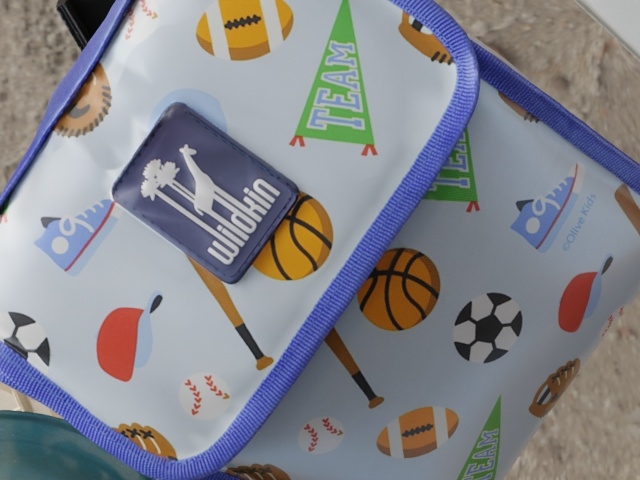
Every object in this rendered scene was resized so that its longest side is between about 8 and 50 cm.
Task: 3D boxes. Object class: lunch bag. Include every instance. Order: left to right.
[{"bbox_3d":[0.000,0.000,0.715,0.385,0.239,0.327,31,97,-28],"label":"lunch bag"}]

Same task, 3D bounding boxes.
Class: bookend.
[{"bbox_3d":[-0.192,-0.286,1.196,0.157,0.156,0.072,-19,126,11],"label":"bookend"}]

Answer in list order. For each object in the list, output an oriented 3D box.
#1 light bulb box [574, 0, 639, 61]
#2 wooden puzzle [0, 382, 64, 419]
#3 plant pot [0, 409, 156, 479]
[{"bbox_3d":[0.200,-0.217,0.267,0.361,0.225,0.358,40,133,-10],"label":"light bulb box"},{"bbox_3d":[-0.233,0.155,1.017,0.322,0.080,0.347,-22,93,28],"label":"wooden puzzle"},{"bbox_3d":[-0.189,0.258,0.617,0.272,0.255,0.271,-2,96,-14],"label":"plant pot"}]
